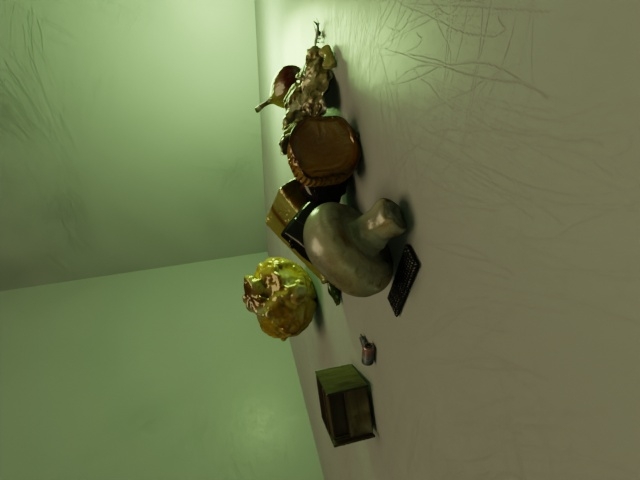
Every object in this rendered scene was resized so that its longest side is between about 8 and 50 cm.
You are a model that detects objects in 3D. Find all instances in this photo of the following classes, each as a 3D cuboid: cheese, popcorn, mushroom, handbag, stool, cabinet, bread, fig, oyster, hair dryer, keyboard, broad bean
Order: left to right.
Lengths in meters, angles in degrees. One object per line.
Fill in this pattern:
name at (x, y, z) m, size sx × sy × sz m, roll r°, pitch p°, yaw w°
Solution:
popcorn at (-0.175, 0.271, 1.933) m, size 0.354 × 0.344 × 0.390 m, roll -60°, pitch -39°, yaw -33°
fig at (-0.135, -0.551, 1.541) m, size 0.231 × 0.143 × 0.160 m, roll -45°, pitch 54°, yaw 38°
oyster at (-0.052, -0.427, 1.259) m, size 0.238 × 0.114 × 0.352 m, roll -150°, pitch 77°, yaw -73°
handbag at (-0.002, -0.208, 1.222) m, size 0.169 × 0.155 × 0.216 m, roll 148°, pitch 107°, yaw -79°
stool at (0.000, 0.000, 1.188) m, size 0.232 × 0.141 × 0.232 m, roll 38°, pitch 171°, yaw 7°
bread at (0.004, -0.046, 1.453) m, size 0.362 × 0.245 × 0.233 m, roll 49°, pitch 144°, yaw 10°
bread at (0.005, -0.234, 1.089) m, size 0.104 × 0.199 × 0.199 m, roll 142°, pitch 119°, yaw -75°
cheese at (0.019, -0.534, 1.179) m, size 0.030 × 0.044 × 0.083 m, roll 71°, pitch -178°, yaw -66°
broad bean at (0.044, 0.139, 1.483) m, size 0.061 × 0.046 × 0.196 m, roll -139°, pitch 44°, yaw -74°
cabinet at (0.081, 0.544, 1.359) m, size 0.215 × 0.148 × 0.175 m, roll -177°, pitch 79°, yaw -81°
mushroom at (0.093, -0.004, 0.916) m, size 0.243 × 0.243 × 0.244 m, roll 172°, pitch 90°, yaw -77°
hair dryer at (0.137, 0.321, 1.239) m, size 0.114 × 0.037 × 0.063 m, roll -108°, pitch 16°, yaw -62°
keyboard at (0.186, 0.097, 0.924) m, size 0.204 × 0.013 × 0.061 m, roll 97°, pitch 161°, yaw -48°

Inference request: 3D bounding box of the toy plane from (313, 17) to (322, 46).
toy plane at (-0.010, -0.652, 1.272) m, size 0.084 × 0.024 × 0.078 m, roll 89°, pitch 162°, yaw -54°
